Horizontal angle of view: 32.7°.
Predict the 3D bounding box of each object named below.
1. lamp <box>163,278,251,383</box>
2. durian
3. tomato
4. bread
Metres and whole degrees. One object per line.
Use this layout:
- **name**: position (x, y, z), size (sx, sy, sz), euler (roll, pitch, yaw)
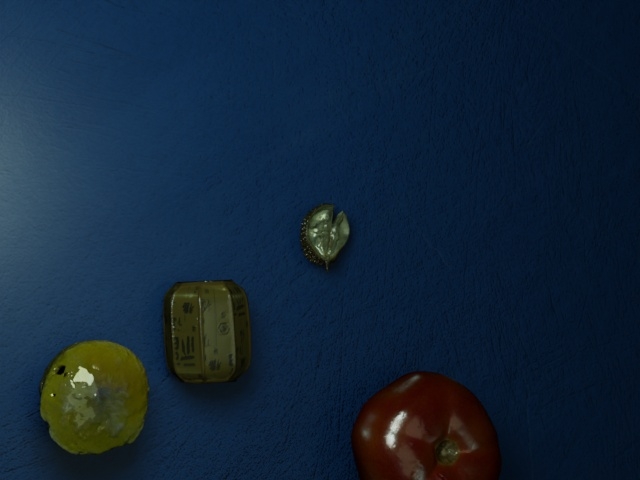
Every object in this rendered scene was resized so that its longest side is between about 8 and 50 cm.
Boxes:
- **lamp**: position (-0.206, 0.165, 1.980), size (0.161, 0.161, 0.185), euler (-1, 86, -24)
- **durian**: position (0.001, 0.001, 2.124), size (0.110, 0.071, 0.140), euler (12, 69, -27)
- **tomato**: position (0.196, 0.394, 2.101), size (0.298, 0.226, 0.299), euler (3, 80, -19)
- **bread**: position (-0.393, 0.266, 1.879), size (0.197, 0.170, 0.197), euler (1, 88, -23)
